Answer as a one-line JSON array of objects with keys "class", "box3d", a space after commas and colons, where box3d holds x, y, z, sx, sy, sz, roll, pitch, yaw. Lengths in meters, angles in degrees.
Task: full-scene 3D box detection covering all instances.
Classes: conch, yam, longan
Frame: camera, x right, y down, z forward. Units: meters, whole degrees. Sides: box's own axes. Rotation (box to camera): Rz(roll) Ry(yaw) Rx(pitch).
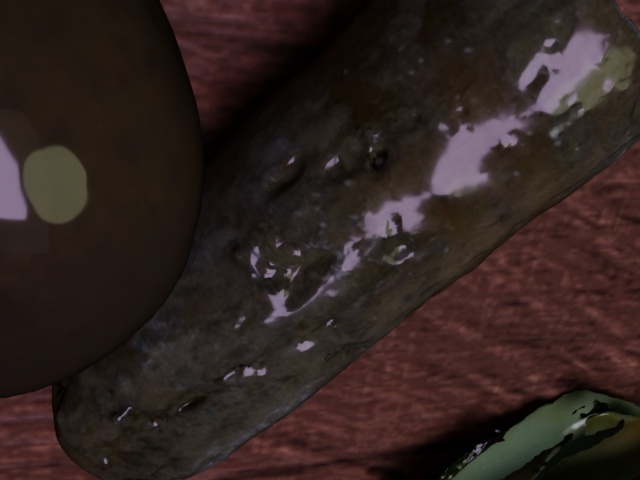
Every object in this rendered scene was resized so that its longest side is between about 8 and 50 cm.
[{"class": "conch", "box3d": [0.117, 0.198, 0.690, 0.250, 0.143, 0.137, -65, 162, 7]}, {"class": "yam", "box3d": [0.000, 0.000, 0.521, 0.330, 0.133, 0.133, -43, 125, 12]}, {"class": "longan", "box3d": [-0.146, -0.046, 0.394, 0.220, 0.196, 0.196, 23, 110, -15]}]
